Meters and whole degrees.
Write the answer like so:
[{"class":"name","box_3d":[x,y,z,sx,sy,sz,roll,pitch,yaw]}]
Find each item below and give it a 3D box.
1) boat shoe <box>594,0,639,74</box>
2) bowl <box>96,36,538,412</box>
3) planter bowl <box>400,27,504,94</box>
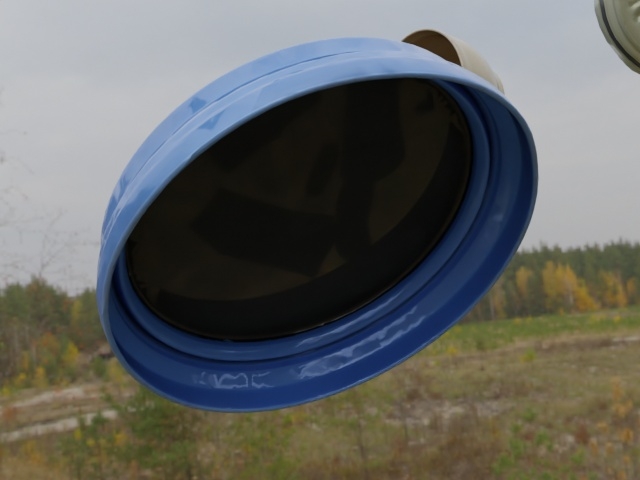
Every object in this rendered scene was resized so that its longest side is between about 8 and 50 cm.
[{"class":"boat shoe","box_3d":[0.420,-0.119,0.514,0.500,0.187,0.156,16,16,7]},{"class":"bowl","box_3d":[0.000,0.000,0.705,0.391,0.077,0.391,-17,-40,-15]},{"class":"planter bowl","box_3d":[0.162,-0.179,1.031,0.109,0.162,0.162,0,-6,-36]}]
